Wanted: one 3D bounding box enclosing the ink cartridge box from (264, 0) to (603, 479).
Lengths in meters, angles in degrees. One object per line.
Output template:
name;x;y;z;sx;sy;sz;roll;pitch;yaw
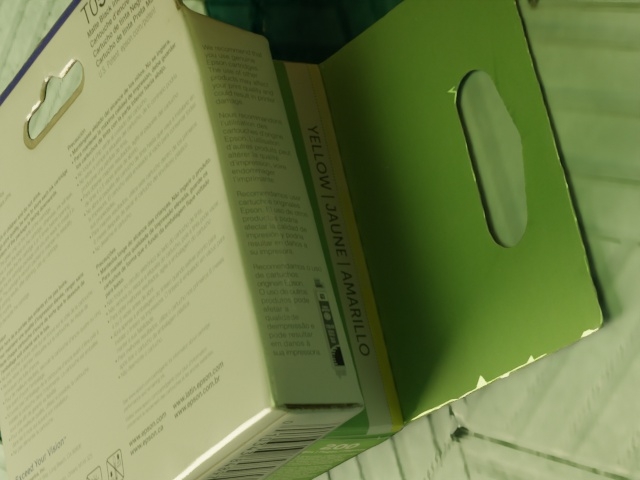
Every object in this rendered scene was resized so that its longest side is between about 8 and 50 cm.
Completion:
ink cartridge box;0.000;0.000;0.754;0.235;0.056;0.171;-36;61;49

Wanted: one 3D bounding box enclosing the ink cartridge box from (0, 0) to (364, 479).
ink cartridge box;-0.081;0.013;0.778;0.223;0.045;0.224;-40;57;46
